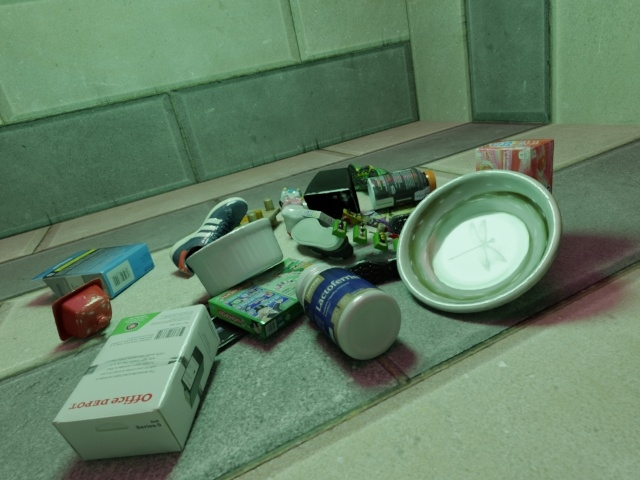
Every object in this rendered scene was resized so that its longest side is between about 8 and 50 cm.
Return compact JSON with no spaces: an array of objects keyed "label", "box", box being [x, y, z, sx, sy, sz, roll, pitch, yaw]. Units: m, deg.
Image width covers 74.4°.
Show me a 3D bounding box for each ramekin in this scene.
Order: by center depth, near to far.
[{"label":"ramekin","box":[-0.246,0.055,1.269,0.277,0.135,0.277,-29,-1,0]}]

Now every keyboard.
[{"label":"keyboard","box":[-0.301,0.239,1.105,0.317,0.033,0.201,-27,31,-35]}]

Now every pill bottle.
[{"label":"pill bottle","box":[0.050,0.148,0.970,0.153,0.153,0.265,-21,22,-22]},{"label":"pill bottle","box":[0.311,-0.201,1.607,0.246,0.130,0.130,-12,21,1]}]

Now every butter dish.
[{"label":"butter dish","box":[-0.674,0.219,1.239,0.118,0.160,0.160,22,34,18]}]

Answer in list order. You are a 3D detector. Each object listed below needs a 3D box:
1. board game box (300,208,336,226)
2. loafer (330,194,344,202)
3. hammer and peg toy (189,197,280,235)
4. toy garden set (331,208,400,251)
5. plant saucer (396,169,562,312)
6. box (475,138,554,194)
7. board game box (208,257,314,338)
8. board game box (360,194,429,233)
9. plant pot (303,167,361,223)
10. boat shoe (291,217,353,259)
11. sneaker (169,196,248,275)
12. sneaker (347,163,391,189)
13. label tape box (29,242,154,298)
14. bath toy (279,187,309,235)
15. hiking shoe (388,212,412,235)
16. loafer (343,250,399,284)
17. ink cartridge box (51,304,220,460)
[{"label":"board game box","box":[0.014,-0.073,1.581,0.103,0.026,0.154,13,-10,47]},{"label":"loafer","box":[0.061,-0.180,1.862,0.087,0.094,0.251,-26,25,-21]},{"label":"hammer and peg toy","box":[-0.373,-0.079,1.803,0.361,0.127,0.266,-5,23,18]},{"label":"toy garden set","box":[0.165,-0.036,1.358,0.244,0.049,0.204,17,21,-1]},{"label":"plant saucer","box":[0.389,0.010,1.057,0.400,0.100,0.400,-25,45,27]},{"label":"box","box":[0.529,-0.116,1.157,0.142,0.300,0.154,-24,23,-36]},{"label":"board game box","box":[-0.115,0.143,1.166,0.214,0.046,0.317,12,28,39]},{"label":"board game box","box":[0.354,-0.122,1.626,0.347,0.056,0.208,-23,19,-25]},{"label":"plant pot","box":[0.058,-0.180,1.665,0.187,0.188,0.167,-5,48,17]},{"label":"boat shoe","box":[0.000,0.000,1.461,0.114,0.091,0.302,-49,32,-8]},{"label":"sneaker","box":[-0.383,-0.007,1.553,0.350,0.131,0.148,-45,48,-6]},{"label":"sneaker","box":[0.224,-0.296,2.067,0.146,0.134,0.343,6,9,-25]},{"label":"label tape box","box":[-0.855,0.121,1.596,0.348,0.115,0.249,-8,21,19]},{"label":"bath toy","box":[-0.100,-0.116,1.755,0.151,0.129,0.348,6,21,-7]},{"label":"hiking shoe","box":[0.348,-0.061,1.450,0.227,0.086,0.114,-2,11,8]},{"label":"loafer","box":[0.171,0.075,1.204,0.223,0.076,0.078,-14,8,0]},{"label":"ink cartridge box","box":[-0.354,0.279,0.867,0.211,0.121,0.289,-10,29,8]}]
